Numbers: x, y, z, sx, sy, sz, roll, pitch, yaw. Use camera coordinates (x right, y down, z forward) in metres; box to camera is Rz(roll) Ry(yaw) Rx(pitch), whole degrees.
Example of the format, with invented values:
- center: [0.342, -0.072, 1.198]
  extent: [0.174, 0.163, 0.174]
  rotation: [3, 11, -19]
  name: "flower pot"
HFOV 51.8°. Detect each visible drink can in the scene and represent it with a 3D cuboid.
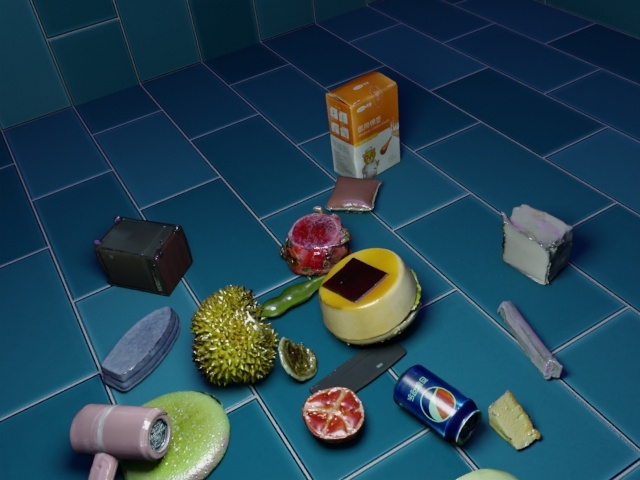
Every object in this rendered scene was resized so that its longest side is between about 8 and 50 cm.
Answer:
- center: [0.280, 0.395, 1.591]
  extent: [0.118, 0.118, 0.205]
  rotation: [-36, 48, -29]
  name: "drink can"

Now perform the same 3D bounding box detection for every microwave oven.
- center: [-0.557, 0.040, 2.101]
  extent: [0.247, 0.178, 0.188]
  rotation: [10, 46, 19]
  name: "microwave oven"

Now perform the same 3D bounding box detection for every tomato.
- center: [0.035, 0.439, 1.616]
  extent: [0.155, 0.069, 0.156]
  rotation: [-2, 41, 2]
  name: "tomato"

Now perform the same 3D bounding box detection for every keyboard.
- center: [0.142, 0.315, 1.775]
  extent: [0.381, 0.041, 0.103]
  rotation: [-36, 48, -20]
  name: "keyboard"

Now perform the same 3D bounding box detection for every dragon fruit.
- center: [0.000, 0.000, 2.063]
  extent: [0.282, 0.147, 0.211]
  rotation: [0, 33, 16]
  name: "dragon fruit"

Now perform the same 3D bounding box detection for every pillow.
- center: [0.117, -0.157, 2.290]
  extent: [0.171, 0.075, 0.179]
  rotation: [5, 43, 15]
  name: "pillow"

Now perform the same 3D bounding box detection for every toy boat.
- center: [-0.497, 0.297, 1.868]
  extent: [0.127, 0.078, 0.283]
  rotation: [13, 46, 28]
  name: "toy boat"

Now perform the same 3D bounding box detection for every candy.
- center: [0.631, 0.006, 1.934]
  extent: [0.137, 0.185, 0.195]
  rotation: [-35, 47, -22]
  name: "candy"

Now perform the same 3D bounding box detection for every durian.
- center: [-0.239, 0.249, 1.761]
  extent: [0.258, 0.258, 0.293]
  rotation: [-14, 36, -7]
  name: "durian"

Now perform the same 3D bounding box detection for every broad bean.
- center: [-0.045, 0.161, 1.966]
  extent: [0.317, 0.056, 0.098]
  rotation: [-16, 40, -12]
  name: "broad bean"

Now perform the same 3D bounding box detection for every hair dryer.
- center: [-0.482, 0.554, 1.510]
  extent: [0.210, 0.125, 0.353]
  rotation: [-2, 61, 20]
  name: "hair dryer"

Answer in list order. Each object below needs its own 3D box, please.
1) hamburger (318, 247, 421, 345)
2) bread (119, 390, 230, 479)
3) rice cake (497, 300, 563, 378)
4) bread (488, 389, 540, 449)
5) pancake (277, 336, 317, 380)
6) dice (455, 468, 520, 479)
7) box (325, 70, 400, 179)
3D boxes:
- center: [0.140, 0.161, 1.828]
  extent: [0.300, 0.176, 0.300]
  rotation: [-18, 33, 12]
  name: "hamburger"
- center: [-0.366, 0.491, 1.646]
  extent: [0.301, 0.045, 0.301]
  rotation: [-4, 40, 3]
  name: "bread"
- center: [0.551, 0.258, 1.751]
  extent: [0.049, 0.055, 0.270]
  rotation: [-12, 38, -12]
  name: "rice cake"
- center: [0.454, 0.428, 1.550]
  extent: [0.084, 0.080, 0.109]
  rotation: [-29, 42, -19]
  name: "bread"
- center: [-0.060, 0.318, 1.756]
  extent: [0.129, 0.022, 0.116]
  rotation: [21, 44, -35]
  name: "pancake"
- center: [0.312, 0.606, 1.237]
  extent: [0.249, 0.254, 0.252]
  rotation: [-23, 41, -21]
  name: "dice"
- center: [0.158, -0.403, 2.365]
  extent: [0.225, 0.341, 0.143]
  rotation: [-31, 45, -25]
  name: "box"
